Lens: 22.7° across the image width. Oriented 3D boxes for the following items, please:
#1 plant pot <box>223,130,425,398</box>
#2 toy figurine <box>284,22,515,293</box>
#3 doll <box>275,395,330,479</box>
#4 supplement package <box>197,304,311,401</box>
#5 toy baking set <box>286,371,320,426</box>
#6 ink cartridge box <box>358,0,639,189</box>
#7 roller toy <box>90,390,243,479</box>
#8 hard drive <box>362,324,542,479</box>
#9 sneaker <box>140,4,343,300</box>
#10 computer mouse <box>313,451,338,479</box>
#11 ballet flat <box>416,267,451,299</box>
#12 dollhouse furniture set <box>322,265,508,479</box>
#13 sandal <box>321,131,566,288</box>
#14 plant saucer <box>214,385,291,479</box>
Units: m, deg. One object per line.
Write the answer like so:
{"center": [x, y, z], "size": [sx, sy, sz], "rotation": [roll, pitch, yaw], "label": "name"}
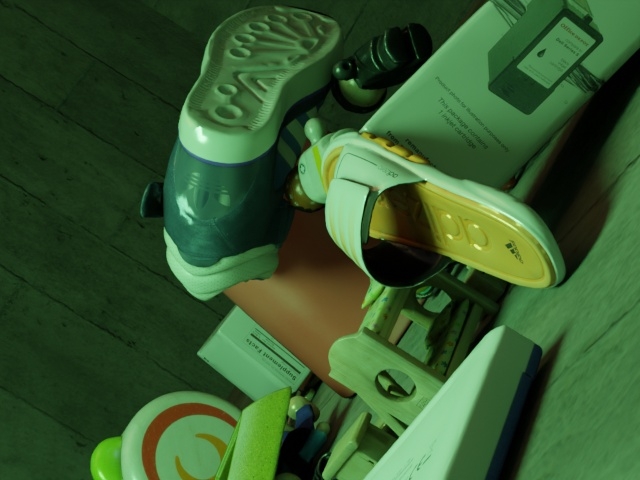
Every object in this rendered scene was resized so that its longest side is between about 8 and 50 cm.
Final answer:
{"center": [0.000, 0.000, 1.784], "size": [0.275, 0.243, 0.275], "rotation": [-57, 4, 6], "label": "plant pot"}
{"center": [0.082, -0.078, 1.535], "size": [0.209, 0.213, 0.148], "rotation": [-64, 14, -22], "label": "toy figurine"}
{"center": [-0.032, 0.240, 1.724], "size": [0.129, 0.046, 0.189], "rotation": [-56, 9, 14], "label": "doll"}
{"center": [-0.036, 0.093, 2.199], "size": [0.244, 0.134, 0.139], "rotation": [-52, 2, -24], "label": "supplement package"}
{"center": [-0.049, 0.238, 2.180], "size": [0.256, 0.030, 0.197], "rotation": [-60, 4, -33], "label": "toy baking set"}
{"center": [0.150, -0.129, 1.329], "size": [0.273, 0.115, 0.198], "rotation": [-45, 1, -10], "label": "ink cartridge box"}
{"center": [-0.162, 0.294, 1.929], "size": [0.191, 0.209, 0.146], "rotation": [-43, -7, -37], "label": "roller toy"}
{"center": [0.032, 0.216, 0.947], "size": [0.210, 0.040, 0.319], "rotation": [-56, 3, 42], "label": "hard drive"}
{"center": [-0.074, -0.080, 1.626], "size": [0.323, 0.130, 0.236], "rotation": [-62, -15, -55], "label": "sneaker"}
{"center": [-0.038, 0.278, 1.459], "size": [0.193, 0.042, 0.106], "rotation": [-57, 4, 22], "label": "computer mouse"}
{"center": [0.123, 0.012, 1.631], "size": [0.114, 0.041, 0.041], "rotation": [-58, 3, -15], "label": "ballet flat"}
{"center": [0.058, 0.084, 1.289], "size": [0.161, 0.101, 0.182], "rotation": [-55, 4, 41], "label": "dollhouse furniture set"}
{"center": [0.063, -0.009, 1.160], "size": [0.076, 0.102, 0.265], "rotation": [-38, 31, -21], "label": "sandal"}
{"center": [-0.088, 0.271, 1.689], "size": [0.188, 0.045, 0.188], "rotation": [-79, 9, -45], "label": "plant saucer"}
